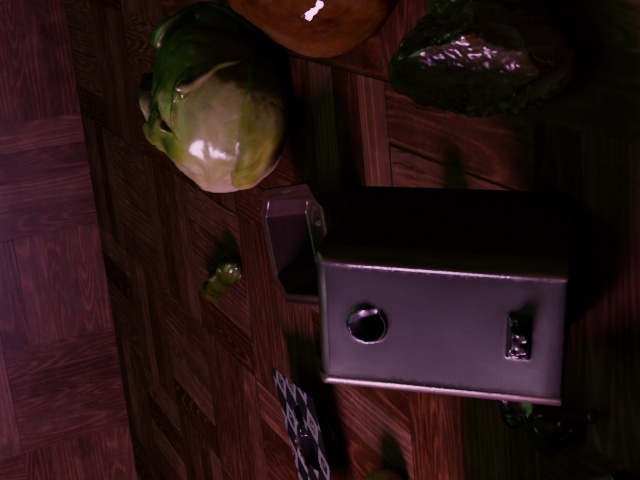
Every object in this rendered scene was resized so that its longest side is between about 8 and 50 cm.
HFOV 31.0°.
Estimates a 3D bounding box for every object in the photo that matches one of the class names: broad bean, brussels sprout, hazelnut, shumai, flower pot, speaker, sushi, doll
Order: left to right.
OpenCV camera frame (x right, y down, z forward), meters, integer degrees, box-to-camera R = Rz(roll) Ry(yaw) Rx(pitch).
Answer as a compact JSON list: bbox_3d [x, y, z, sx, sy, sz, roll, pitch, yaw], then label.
[{"bbox_3d":[-0.167,-0.216,1.793,0.259,0.227,0.294,-110,10,-60],"label":"brussels sprout"},{"bbox_3d":[-0.199,0.081,2.274,0.053,0.052,0.256,-64,8,-19],"label":"broad bean"},{"bbox_3d":[-0.004,0.329,1.920,0.231,0.047,0.219,-160,55,-70],"label":"sushi"},{"bbox_3d":[0.000,0.000,1.673,0.251,0.084,0.179,178,81,-68],"label":"flower pot"},{"bbox_3d":[0.004,-0.334,1.342,0.229,0.229,0.229,168,90,-69],"label":"hazelnut"},{"bbox_3d":[0.125,0.048,1.121,0.192,0.231,0.153,-60,-29,-61],"label":"speaker"},{"bbox_3d":[0.155,-0.216,1.104,0.206,0.166,0.175,174,106,-68],"label":"shumai"},{"bbox_3d":[0.226,0.171,1.238,0.165,0.057,0.139,95,152,-58],"label":"doll"}]

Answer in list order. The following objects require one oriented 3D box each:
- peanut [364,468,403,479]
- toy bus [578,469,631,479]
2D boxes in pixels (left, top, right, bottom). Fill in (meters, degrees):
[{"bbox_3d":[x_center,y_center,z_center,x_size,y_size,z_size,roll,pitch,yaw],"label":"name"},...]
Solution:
[{"bbox_3d":[0.081,0.413,1.696,0.082,0.082,0.187,-125,31,-45],"label":"peanut"},{"bbox_3d":[0.215,0.330,1.200,0.276,0.165,0.133,133,123,-64],"label":"toy bus"}]
